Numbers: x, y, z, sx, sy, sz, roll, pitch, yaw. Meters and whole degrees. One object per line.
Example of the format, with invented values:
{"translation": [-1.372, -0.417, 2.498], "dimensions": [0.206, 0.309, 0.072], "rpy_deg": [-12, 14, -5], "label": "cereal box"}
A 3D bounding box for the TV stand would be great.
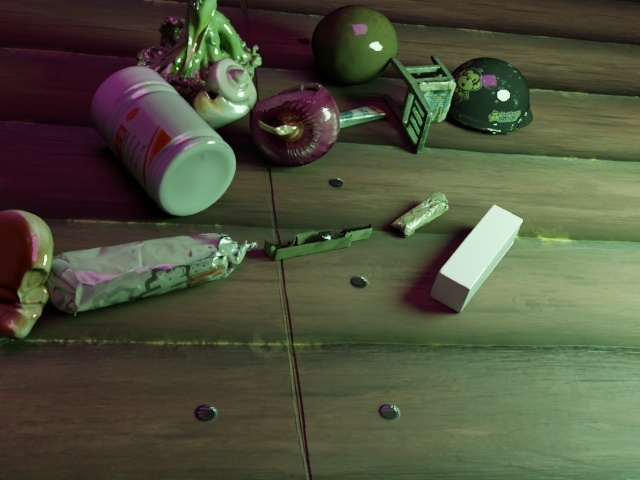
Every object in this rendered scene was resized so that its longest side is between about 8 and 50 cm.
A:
{"translation": [0.000, 0.000, 1.857], "dimensions": [0.249, 0.036, 0.042], "rpy_deg": [-10, 45, -24], "label": "TV stand"}

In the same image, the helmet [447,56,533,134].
{"translation": [0.473, -0.414, 2.350], "dimensions": [0.279, 0.160, 0.230], "rpy_deg": [-6, 43, -19], "label": "helmet"}

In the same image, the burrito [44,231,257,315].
{"translation": [-0.318, 0.051, 1.669], "dimensions": [0.445, 0.101, 0.139], "rpy_deg": [-10, 32, -25], "label": "burrito"}

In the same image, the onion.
{"translation": [-0.055, -0.266, 2.028], "dimensions": [0.207, 0.200, 0.200], "rpy_deg": [-31, 54, -10], "label": "onion"}

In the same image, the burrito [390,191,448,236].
{"translation": [0.234, -0.060, 1.981], "dimensions": [0.171, 0.042, 0.051], "rpy_deg": [-31, 67, -36], "label": "burrito"}

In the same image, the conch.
{"translation": [-0.228, -0.313, 2.004], "dimensions": [0.127, 0.255, 0.158], "rpy_deg": [29, 55, -8], "label": "conch"}

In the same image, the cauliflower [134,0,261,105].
{"translation": [-0.301, -0.473, 2.138], "dimensions": [0.327, 0.281, 0.260], "rpy_deg": [-11, 18, -36], "label": "cauliflower"}

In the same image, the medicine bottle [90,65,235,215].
{"translation": [-0.350, -0.221, 1.888], "dimensions": [0.202, 0.202, 0.316], "rpy_deg": [-21, 51, -32], "label": "medicine bottle"}

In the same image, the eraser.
{"translation": [0.345, 0.035, 1.877], "dimensions": [0.078, 0.076, 0.298], "rpy_deg": [29, 44, 17], "label": "eraser"}

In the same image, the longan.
{"translation": [0.093, -0.538, 2.349], "dimensions": [0.248, 0.248, 0.248], "rpy_deg": [7, 41, -6], "label": "longan"}

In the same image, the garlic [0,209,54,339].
{"translation": [-0.562, 0.051, 1.559], "dimensions": [0.228, 0.217, 0.110], "rpy_deg": [25, 7, 33], "label": "garlic"}

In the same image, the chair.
{"translation": [0.282, -0.363, 2.257], "dimensions": [0.147, 0.136, 0.270], "rpy_deg": [-6, 43, -19], "label": "chair"}

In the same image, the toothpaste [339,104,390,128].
{"translation": [0.076, -0.319, 2.234], "dimensions": [0.239, 0.039, 0.062], "rpy_deg": [-18, 43, -33], "label": "toothpaste"}
